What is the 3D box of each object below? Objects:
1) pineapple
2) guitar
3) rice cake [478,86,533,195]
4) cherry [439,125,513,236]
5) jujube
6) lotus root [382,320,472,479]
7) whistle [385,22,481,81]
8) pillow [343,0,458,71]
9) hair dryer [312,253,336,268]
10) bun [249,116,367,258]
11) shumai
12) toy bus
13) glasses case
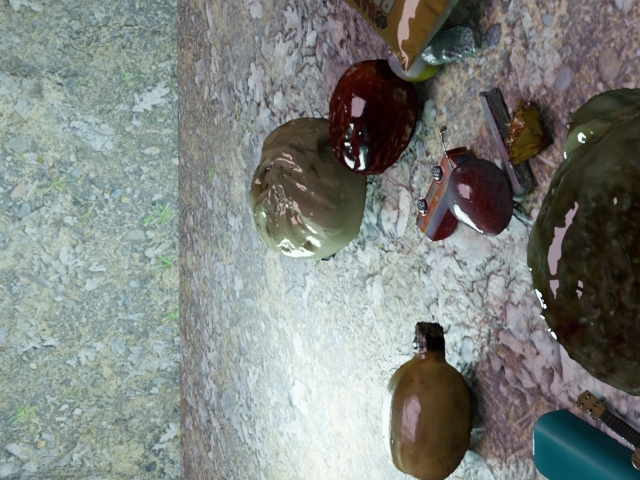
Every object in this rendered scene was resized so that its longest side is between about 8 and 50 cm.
[{"bbox_3d":[0.339,-0.190,1.448,0.114,0.077,0.114,62,-152,-61],"label":"pineapple"},{"bbox_3d":[0.462,0.293,1.297,0.084,0.038,0.271,-47,24,-1],"label":"guitar"},{"bbox_3d":[0.318,-0.173,1.522,0.033,0.033,0.208,115,143,-64],"label":"rice cake"},{"bbox_3d":[0.267,-0.087,1.505,0.188,0.115,0.148,66,-155,-59],"label":"cherry"},{"bbox_3d":[0.101,-0.248,1.788,0.243,0.183,0.183,108,145,-44],"label":"jujube"},{"bbox_3d":[0.208,0.313,1.730,0.183,0.182,0.310,17,106,63],"label":"lotus root"},{"bbox_3d":[0.199,-0.358,1.645,0.223,0.123,0.123,3,99,51],"label":"whistle"},{"bbox_3d":[0.174,-0.503,1.594,0.312,0.119,0.310,-55,45,21],"label":"pillow"},{"bbox_3d":[0.001,-0.021,2.239,0.199,0.067,0.167,134,136,-77],"label":"hair dryer"},{"bbox_3d":[-0.049,-0.119,2.045,0.326,0.234,0.362,-53,41,43],"label":"bun"},{"bbox_3d":[0.422,-0.013,1.069,0.348,0.395,0.395,-86,-8,-83],"label":"shumai"},{"bbox_3d":[0.240,-0.085,1.677,0.077,0.065,0.192,52,143,30],"label":"toy bus"},{"bbox_3d":[0.442,0.373,1.353,0.301,0.070,0.117,26,120,59],"label":"glasses case"}]
